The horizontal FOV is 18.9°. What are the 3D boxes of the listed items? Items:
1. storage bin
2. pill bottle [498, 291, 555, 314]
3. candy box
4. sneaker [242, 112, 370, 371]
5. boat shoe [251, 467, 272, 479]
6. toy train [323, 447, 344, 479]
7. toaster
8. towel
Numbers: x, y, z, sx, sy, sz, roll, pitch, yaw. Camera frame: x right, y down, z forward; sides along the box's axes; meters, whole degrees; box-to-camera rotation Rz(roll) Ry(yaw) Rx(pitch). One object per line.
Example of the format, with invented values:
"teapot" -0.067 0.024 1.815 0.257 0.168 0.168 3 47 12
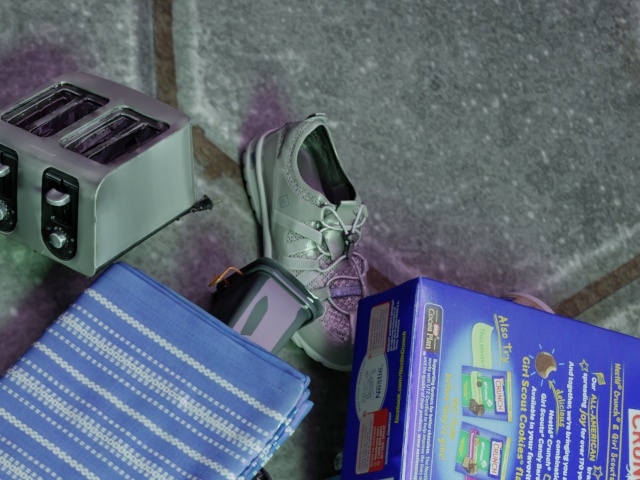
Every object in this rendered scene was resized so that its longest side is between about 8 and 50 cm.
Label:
"storage bin" -0.077 0.084 1.891 0.098 0.135 0.091 43 58 -11
"pill bottle" 0.168 0.136 2.052 0.187 0.112 0.112 -27 84 -43
"candy box" 0.183 0.206 1.902 0.317 0.122 0.268 17 70 -29
"sneaker" 0.000 0.000 1.996 0.105 0.115 0.281 -10 73 -39
"boat shoe" -0.082 0.301 1.753 0.187 0.156 0.500 -8 70 -37
"toy train" 0.084 0.280 1.939 0.184 0.080 0.105 32 57 -19
"toaster" -0.218 -0.067 1.830 0.168 0.110 0.186 25 40 29
"towel" -0.193 0.183 1.701 0.243 0.040 0.336 32 60 17
